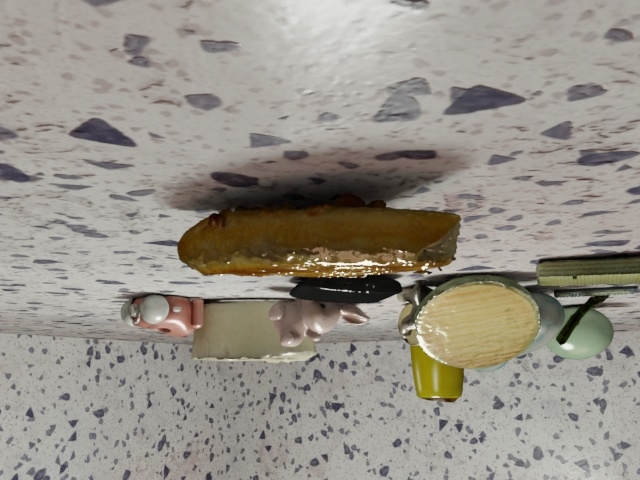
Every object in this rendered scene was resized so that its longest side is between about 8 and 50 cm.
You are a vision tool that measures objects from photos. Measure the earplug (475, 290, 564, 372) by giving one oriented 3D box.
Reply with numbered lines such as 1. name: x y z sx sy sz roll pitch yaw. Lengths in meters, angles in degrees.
1. earplug: 0.462 0.202 1.519 0.184 0.185 0.324 3 162 -16

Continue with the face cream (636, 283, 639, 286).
1. face cream: 0.716 0.087 1.192 0.273 0.096 0.154 12 171 6

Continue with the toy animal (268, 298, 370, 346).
1. toy animal: -0.001 0.153 1.422 0.212 0.124 0.124 -23 165 4

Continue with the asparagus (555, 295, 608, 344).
1. asparagus: 0.597 0.174 1.469 0.236 0.034 0.027 -33 155 -32

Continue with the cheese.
1. cheese: -0.170 0.243 1.694 0.332 0.153 0.292 0 168 7

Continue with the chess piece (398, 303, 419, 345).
1. chess piece: 0.380 0.222 1.746 0.307 0.124 0.139 1 137 -24

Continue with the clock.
1. clock: -0.386 0.181 1.546 0.162 0.093 0.165 14 162 -40

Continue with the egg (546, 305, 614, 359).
1. egg: 0.722 0.259 1.803 0.192 0.150 0.149 -13 163 38

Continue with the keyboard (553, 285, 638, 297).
1. keyboard: 0.630 0.118 1.472 0.176 0.014 0.055 -5 164 18

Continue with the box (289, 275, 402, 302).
1. box: 0.047 0.100 1.295 0.212 0.042 0.201 4 167 -15

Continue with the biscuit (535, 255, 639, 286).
1. biscuit: 0.477 0.054 1.104 0.199 0.041 0.121 -4 170 20

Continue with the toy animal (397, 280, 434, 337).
1. toy animal: 0.281 0.154 1.404 0.233 0.121 0.169 13 148 -14

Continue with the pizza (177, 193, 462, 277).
1. pizza: 0.000 0.000 0.729 0.335 0.086 0.226 -4 172 24

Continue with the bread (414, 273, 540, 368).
1. bread: 0.320 0.166 1.311 0.266 0.040 0.267 2 130 2

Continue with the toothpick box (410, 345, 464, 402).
1. toothpick box: 0.371 0.374 2.032 0.174 0.272 0.175 0 168 0
